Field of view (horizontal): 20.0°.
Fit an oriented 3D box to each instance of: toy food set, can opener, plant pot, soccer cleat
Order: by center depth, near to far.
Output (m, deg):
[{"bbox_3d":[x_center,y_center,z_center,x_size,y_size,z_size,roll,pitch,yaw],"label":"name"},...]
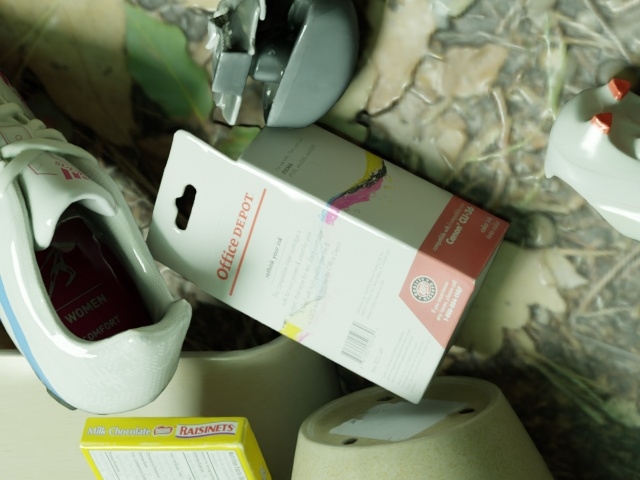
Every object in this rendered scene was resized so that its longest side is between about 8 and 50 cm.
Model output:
[{"bbox_3d":[0.212,-0.016,0.983,0.196,0.068,0.076,33,147,6],"label":"soccer cleat"},{"bbox_3d":[-0.005,-0.180,0.990,0.095,0.076,0.283,7,132,-16],"label":"can opener"},{"bbox_3d":[-0.191,-0.044,1.107,0.331,0.116,0.143,50,148,6],"label":"soccer cleat"},{"bbox_3d":[0.076,0.234,1.132,0.256,0.256,0.274,-4,105,30],"label":"plant pot"},{"bbox_3d":[-0.124,0.143,1.270,0.306,0.092,0.220,-1,122,19],"label":"toy food set"}]

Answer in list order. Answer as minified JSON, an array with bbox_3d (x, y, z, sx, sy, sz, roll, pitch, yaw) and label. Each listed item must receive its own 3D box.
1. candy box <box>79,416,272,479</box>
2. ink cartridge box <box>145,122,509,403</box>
[{"bbox_3d":[-0.075,0.179,1.163,0.105,0.027,0.206,-3,140,12],"label":"candy box"},{"bbox_3d":[0.000,0.000,1.101,0.198,0.067,0.115,28,132,7],"label":"ink cartridge box"}]
